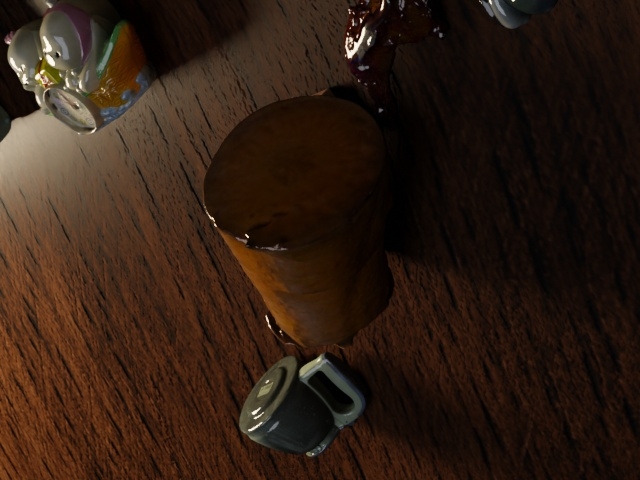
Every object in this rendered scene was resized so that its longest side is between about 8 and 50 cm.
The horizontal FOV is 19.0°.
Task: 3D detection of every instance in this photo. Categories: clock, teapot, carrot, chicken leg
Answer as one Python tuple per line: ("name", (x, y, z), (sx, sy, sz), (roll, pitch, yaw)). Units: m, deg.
("clock", (-0.262, -0.196, 2.078), (0.144, 0.103, 0.231), (42, 149, -16))
("teapot", (-0.016, 0.195, 2.298), (0.108, 0.149, 0.111), (37, -172, -20))
("carrot", (0.000, 0.000, 1.958), (0.196, 0.196, 0.254), (22, 153, 28))
("chicken leg", (0.063, -0.189, 1.809), (0.093, 0.053, 0.205), (27, 150, -3))

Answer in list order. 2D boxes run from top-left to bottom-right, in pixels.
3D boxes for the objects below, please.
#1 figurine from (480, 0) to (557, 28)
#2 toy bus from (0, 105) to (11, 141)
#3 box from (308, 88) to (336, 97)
("figurine", (0.197, -0.267, 1.510), (0.265, 0.140, 0.193), (-32, 87, 41))
("toy bus", (-0.550, -0.191, 2.331), (0.312, 0.152, 0.190), (49, 147, -11))
("box", (-0.005, -0.122, 1.979), (0.058, 0.015, 0.093), (51, 145, -17))
